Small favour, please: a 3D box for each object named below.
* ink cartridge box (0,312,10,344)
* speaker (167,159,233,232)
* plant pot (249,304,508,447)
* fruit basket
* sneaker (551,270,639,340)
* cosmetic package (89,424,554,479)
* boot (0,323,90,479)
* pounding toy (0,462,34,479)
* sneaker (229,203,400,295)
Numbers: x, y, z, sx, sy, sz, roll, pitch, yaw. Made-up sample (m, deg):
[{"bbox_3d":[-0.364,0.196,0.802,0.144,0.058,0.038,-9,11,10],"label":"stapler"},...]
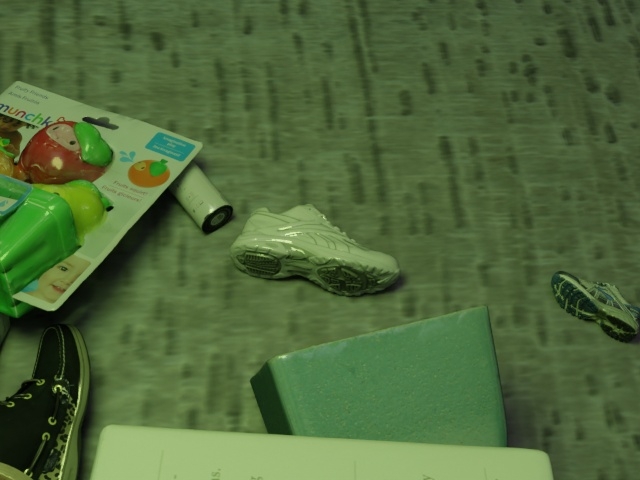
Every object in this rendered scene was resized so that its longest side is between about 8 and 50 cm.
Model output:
[{"bbox_3d":[-0.538,0.078,1.249,0.275,0.060,0.239,7,34,0],"label":"ink cartridge box"},{"bbox_3d":[-0.184,-0.077,1.370,0.055,0.055,0.136,-33,67,-21],"label":"speaker"},{"bbox_3d":[0.078,0.239,1.106,0.247,0.248,0.252,-13,79,-12],"label":"plant pot"},{"bbox_3d":[-0.382,-0.083,1.278,0.327,0.165,0.353,20,54,17],"label":"fruit basket"},{"bbox_3d":[0.380,0.082,1.332,0.135,0.052,0.058,36,53,7],"label":"sneaker"},{"bbox_3d":[-0.008,0.387,0.814,0.394,0.327,0.329,4,43,-2],"label":"cosmetic package"},{"bbox_3d":[-0.368,0.192,1.130,0.179,0.085,0.236,20,55,-37],"label":"boot"},{"bbox_3d":[-0.354,0.335,0.979,0.270,0.154,0.155,-22,23,28],"label":"pounding toy"},{"bbox_3d":[0.000,0.000,1.323,0.232,0.090,0.115,13,56,2],"label":"sneaker"}]
